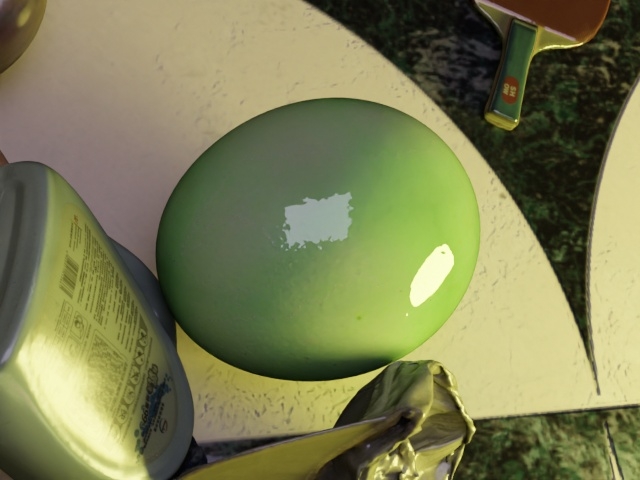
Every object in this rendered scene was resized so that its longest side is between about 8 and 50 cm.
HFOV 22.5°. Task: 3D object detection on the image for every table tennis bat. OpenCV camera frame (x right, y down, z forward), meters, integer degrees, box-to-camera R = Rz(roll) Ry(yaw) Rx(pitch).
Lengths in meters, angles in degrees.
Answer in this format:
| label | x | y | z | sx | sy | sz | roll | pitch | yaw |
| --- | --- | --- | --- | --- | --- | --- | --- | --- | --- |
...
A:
| label | x | y | z | sx | sy | sz | roll | pitch | yaw |
| --- | --- | --- | --- | --- | --- | --- | --- | --- | --- |
| table tennis bat | 0.199 | -0.223 | 1.530 | 0.154 | 0.021 | 0.274 | 21 | 62 | -7 |

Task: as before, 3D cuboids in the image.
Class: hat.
| label | x | y | z | sx | sy | sz | roll | pitch | yaw |
| --- | --- | --- | --- | --- | --- | --- | --- | --- | --- |
| hat | -0.001 | 0.184 | 1.239 | 0.244 | 0.214 | 0.149 | 0 | 34 | 3 |

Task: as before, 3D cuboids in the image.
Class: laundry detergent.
| label | x | y | z | sx | sy | sz | roll | pitch | yaw |
| --- | --- | --- | --- | --- | --- | --- | --- | --- | --- |
| laundry detergent | -0.165 | 0.092 | 1.185 | 0.280 | 0.105 | 0.215 | 47 | 37 | -45 |

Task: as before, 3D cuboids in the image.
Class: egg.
| label | x | y | z | sx | sy | sz | roll | pitch | yaw |
| --- | --- | --- | --- | --- | --- | --- | --- | --- | --- |
| egg | 0.000 | 0.000 | 1.261 | 0.269 | 0.220 | 0.220 | -15 | 73 | -39 |

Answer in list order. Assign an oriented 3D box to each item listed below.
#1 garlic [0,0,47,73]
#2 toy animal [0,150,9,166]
| label | x | y | z | sx | sy | sz | roll | pitch | yaw |
| --- | --- | --- | --- | --- | --- | --- | --- | --- | --- |
| garlic | -0.329 | -0.178 | 1.301 | 0.266 | 0.128 | 0.148 | -35 | 65 | -23 |
| toy animal | -0.362 | 0.023 | 1.162 | 0.269 | 0.237 | 0.326 | 32 | 60 | -22 |
